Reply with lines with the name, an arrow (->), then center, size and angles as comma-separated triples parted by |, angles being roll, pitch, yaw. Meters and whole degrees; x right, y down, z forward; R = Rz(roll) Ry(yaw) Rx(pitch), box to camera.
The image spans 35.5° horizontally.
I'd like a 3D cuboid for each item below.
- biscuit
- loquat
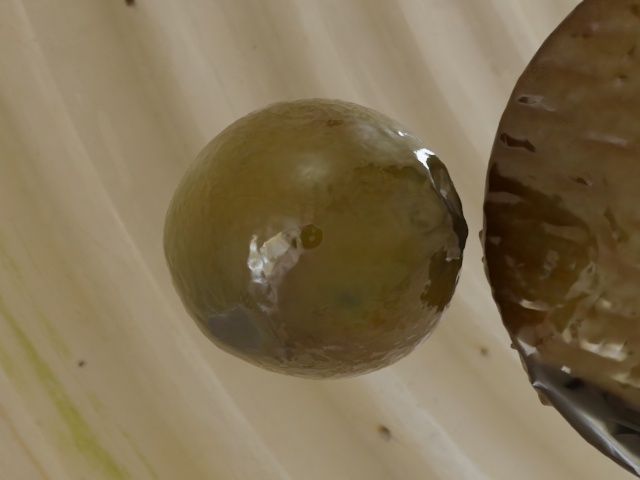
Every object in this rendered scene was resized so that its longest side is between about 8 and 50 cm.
biscuit -> 0.233, -0.016, 0.508 | 0.040, 0.318, 0.317 | 12, -74, -60
loquat -> 0.000, 0.000, 0.523 | 0.152, 0.195, 0.152 | 16, -116, -36
